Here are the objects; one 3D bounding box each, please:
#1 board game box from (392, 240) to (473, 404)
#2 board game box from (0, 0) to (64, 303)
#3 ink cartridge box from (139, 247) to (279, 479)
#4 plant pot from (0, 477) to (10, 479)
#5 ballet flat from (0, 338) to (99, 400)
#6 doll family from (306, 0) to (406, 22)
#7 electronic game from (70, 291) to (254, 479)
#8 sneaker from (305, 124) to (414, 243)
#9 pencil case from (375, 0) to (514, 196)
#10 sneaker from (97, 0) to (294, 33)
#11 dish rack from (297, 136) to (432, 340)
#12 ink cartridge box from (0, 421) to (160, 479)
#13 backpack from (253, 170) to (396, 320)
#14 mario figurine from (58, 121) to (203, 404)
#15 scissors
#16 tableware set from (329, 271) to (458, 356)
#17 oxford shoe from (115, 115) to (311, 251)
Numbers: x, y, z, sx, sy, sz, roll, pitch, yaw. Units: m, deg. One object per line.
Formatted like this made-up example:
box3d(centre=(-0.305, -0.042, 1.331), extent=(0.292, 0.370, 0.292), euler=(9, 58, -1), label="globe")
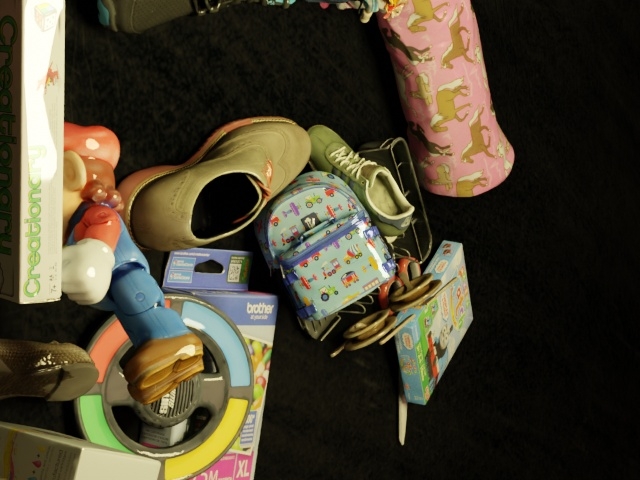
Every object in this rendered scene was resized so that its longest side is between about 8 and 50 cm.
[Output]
box3d(centre=(0.178, 0.127, 2.285), extent=(0.211, 0.039, 0.160), euler=(-56, 144, -43), label="board game box")
box3d(centre=(-0.318, -0.106, 1.388), extent=(0.053, 0.193, 0.305), euler=(-7, 103, -45), label="board game box")
box3d(centre=(-0.138, 0.166, 1.839), extent=(0.186, 0.065, 0.311), euler=(6, 90, -57), label="ink cartridge box")
box3d(centre=(-0.420, 0.358, 1.284), extent=(0.280, 0.323, 0.323), euler=(15, 85, -39), label="plant pot")
box3d(centre=(-0.338, 0.130, 1.544), extent=(0.250, 0.058, 0.084), euler=(7, 126, -51), label="ballet flat")
box3d(centre=(0.023, -0.351, 1.866), extent=(0.118, 0.163, 0.263), euler=(-61, 141, -27), label="doll family")
box3d(centre=(-0.182, 0.175, 1.714), extent=(0.229, 0.048, 0.229), euler=(-4, 97, -28), label="electronic game")
box3d(centre=(0.057, -0.088, 1.957), extent=(0.064, 0.086, 0.192), euler=(-38, 89, -30), label="sneaker")
box3d(centre=(0.173, -0.249, 2.118), extent=(0.160, 0.167, 0.386), euler=(-35, 129, -20), label="pencil case")
box3d(centre=(-0.099, -0.319, 1.659), extent=(0.341, 0.139, 0.125), euler=(-35, 153, -28), label="sneaker")
box3d(centre=(0.047, 0.003, 2.061), extent=(0.271, 0.074, 0.208), euler=(-48, 132, -38), label="dish rack")
box3d(centre=(-0.285, 0.269, 1.540), extent=(0.127, 0.176, 0.128), euler=(22, 78, -53), label="ink cartridge box")
box3d(centre=(0.000, 0.000, 1.896), extent=(0.173, 0.158, 0.117), euler=(64, -4, -4), label="backpack")
box3d(centre=(-0.253, 0.022, 1.493), extent=(0.170, 0.198, 0.320), euler=(-15, 68, -46), label="mario figurine")
box3d(centre=(0.137, 0.168, 2.276), extent=(0.109, 0.021, 0.297), euler=(-37, 125, -49), label="scissors")
box3d(centre=(0.099, 0.096, 2.116), extent=(0.194, 0.128, 0.039), euler=(-37, 101, -38), label="tableware set")
box3d(centre=(-0.098, -0.061, 1.780), extent=(0.348, 0.130, 0.123), euler=(-35, 125, -47), label="oxford shoe")
